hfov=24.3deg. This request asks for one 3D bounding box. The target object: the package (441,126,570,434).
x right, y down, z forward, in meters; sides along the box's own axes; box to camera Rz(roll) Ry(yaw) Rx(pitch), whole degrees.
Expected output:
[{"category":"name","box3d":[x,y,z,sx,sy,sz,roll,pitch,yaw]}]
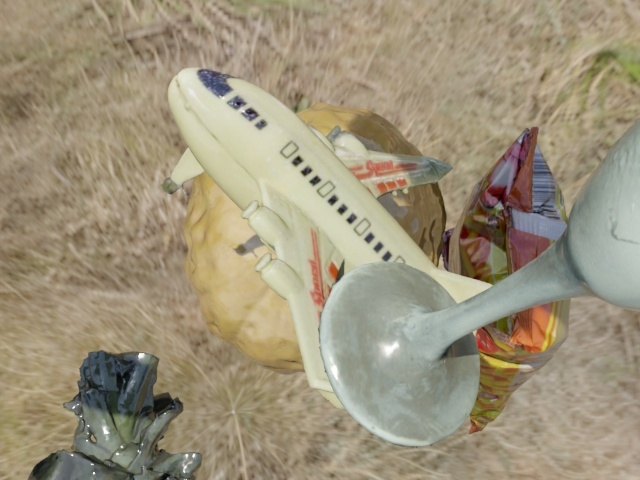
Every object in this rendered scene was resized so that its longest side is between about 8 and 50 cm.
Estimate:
[{"category":"package","box3d":[0.176,0.046,1.409,0.108,0.288,0.223,3,69,-3]}]

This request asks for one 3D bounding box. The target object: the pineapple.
[{"category":"pineapple","box3d":[-0.160,0.235,1.221,0.170,0.141,0.310,15,49,-30]}]

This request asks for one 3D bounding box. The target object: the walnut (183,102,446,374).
[{"category":"walnut","box3d":[0.000,0.000,1.231,0.257,0.257,0.224,40,96,2]}]

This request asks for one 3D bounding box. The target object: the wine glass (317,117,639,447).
[{"category":"wine glass","box3d":[0.093,-0.073,0.645,0.096,0.309,0.264,-11,77,-36]}]

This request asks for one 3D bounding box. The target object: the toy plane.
[{"category":"toy plane","box3d":[0.005,-0.009,0.914,0.256,0.104,0.242,34,40,-6]}]
